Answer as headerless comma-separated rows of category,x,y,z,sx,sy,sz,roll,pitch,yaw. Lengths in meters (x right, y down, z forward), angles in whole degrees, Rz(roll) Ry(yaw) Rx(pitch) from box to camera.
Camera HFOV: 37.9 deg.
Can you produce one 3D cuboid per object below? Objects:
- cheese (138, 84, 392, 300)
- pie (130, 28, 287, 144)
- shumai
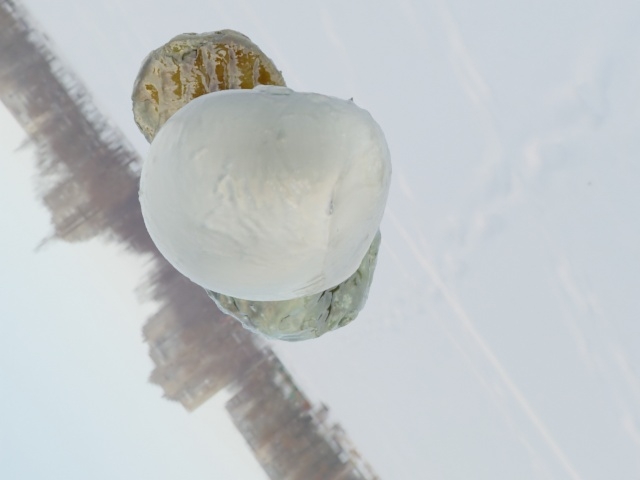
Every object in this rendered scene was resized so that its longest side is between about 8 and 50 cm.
cheese,-0.043,-0.032,0.728,0.189,0.154,0.198,10,161,3
pie,-0.133,-0.174,1.136,0.195,0.195,0.046,58,-165,-36
shumai,0.000,0.000,1.018,0.222,0.225,0.261,0,137,42
